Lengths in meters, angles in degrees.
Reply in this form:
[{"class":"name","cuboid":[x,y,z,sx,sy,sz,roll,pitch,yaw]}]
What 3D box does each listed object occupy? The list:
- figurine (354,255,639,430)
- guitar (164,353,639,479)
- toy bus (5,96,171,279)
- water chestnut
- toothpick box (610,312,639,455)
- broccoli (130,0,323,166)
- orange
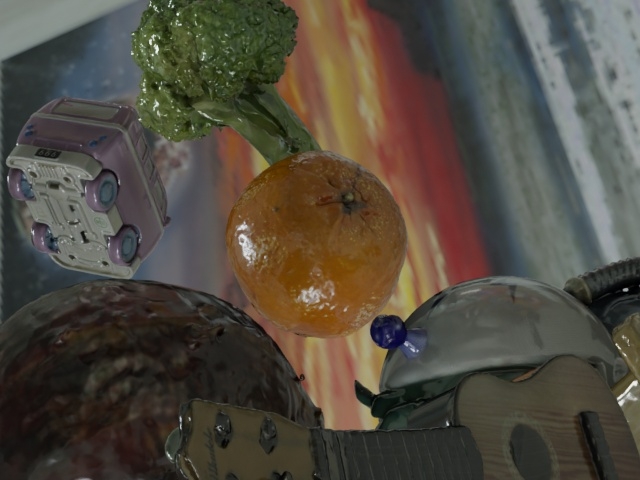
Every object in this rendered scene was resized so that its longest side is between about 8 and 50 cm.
[{"class":"figurine","cuboid":[0.195,0.118,1.090,0.382,0.261,0.186,-3,-119,-40]},{"class":"guitar","cuboid":[0.036,0.080,0.480,0.271,0.038,0.083,10,-123,-50]},{"class":"toy bus","cuboid":[-0.275,-0.062,1.657,0.202,0.142,0.142,76,-149,-44]},{"class":"water chestnut","cuboid":[-0.166,0.181,1.057,0.302,0.350,0.350,35,162,51]},{"class":"toothpick box","cuboid":[0.209,0.207,0.905,0.187,0.308,0.190,0,-128,-41]},{"class":"broccoli","cuboid":[-0.117,-0.153,1.503,0.254,0.186,0.302,29,140,43]},{"class":"orange","cuboid":[0.000,0.000,1.359,0.193,0.161,0.193,25,-137,-25]}]
